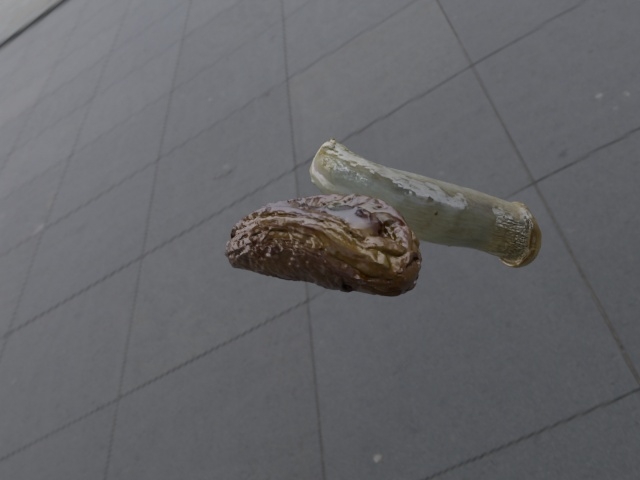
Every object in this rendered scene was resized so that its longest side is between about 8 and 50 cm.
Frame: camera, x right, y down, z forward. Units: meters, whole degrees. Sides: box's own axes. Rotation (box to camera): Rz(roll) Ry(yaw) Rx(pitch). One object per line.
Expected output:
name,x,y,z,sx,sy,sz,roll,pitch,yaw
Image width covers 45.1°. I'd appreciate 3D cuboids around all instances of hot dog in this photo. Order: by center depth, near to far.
hot dog,0.001,0.002,0.846,0.227,0.099,0.160,3,10,28

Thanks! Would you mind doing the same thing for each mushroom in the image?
mushroom,0.151,-0.050,1.106,0.122,0.351,0.095,-83,16,-49
